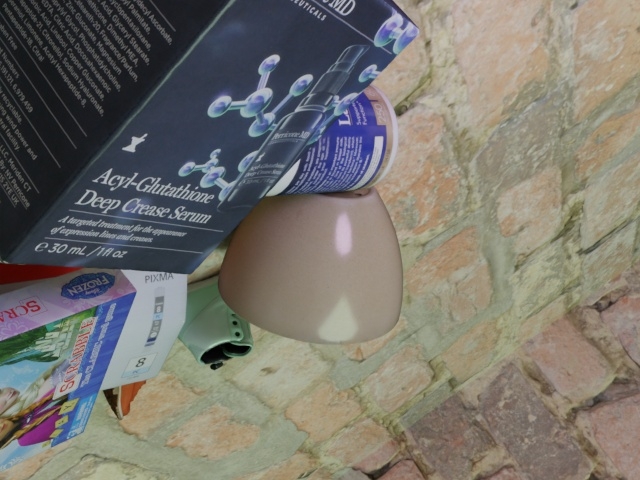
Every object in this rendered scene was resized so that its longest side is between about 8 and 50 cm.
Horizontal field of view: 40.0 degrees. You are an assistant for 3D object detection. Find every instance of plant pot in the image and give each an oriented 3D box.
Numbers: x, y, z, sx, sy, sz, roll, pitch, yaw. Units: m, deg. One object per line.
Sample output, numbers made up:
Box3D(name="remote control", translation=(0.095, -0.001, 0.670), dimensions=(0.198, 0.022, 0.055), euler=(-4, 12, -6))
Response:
Box3D(name="plant pot", translation=(0.000, 0.000, 1.309), dimensions=(0.284, 0.284, 0.191), euler=(-10, 122, -39))

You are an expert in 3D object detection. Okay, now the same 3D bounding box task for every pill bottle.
Box3D(name="pill bottle", translation=(-0.036, -0.135, 1.154), dimensions=(0.264, 0.153, 0.153), euler=(-8, 141, -42))

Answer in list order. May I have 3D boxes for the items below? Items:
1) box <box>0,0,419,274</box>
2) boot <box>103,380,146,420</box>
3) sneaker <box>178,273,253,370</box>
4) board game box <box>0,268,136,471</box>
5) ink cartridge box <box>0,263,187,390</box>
Box3D(name="box", translation=(-0.146, -0.172, 0.886), dimensions=(0.395, 0.212, 0.293), euler=(-46, 158, 17))
Box3D(name="boot", translation=(-0.329, 0.251, 1.515), dimensions=(0.084, 0.059, 0.158), euler=(-24, 148, -30))
Box3D(name="sneaker", translation=(-0.118, 0.116, 1.442), dimensions=(0.255, 0.151, 0.094), euler=(-24, 148, -23))
Box3D(name="board game box", translation=(-0.411, 0.192, 1.098), dimensions=(0.318, 0.066, 0.319), euler=(-21, 149, -44))
Box3D(name="ink cartridge box", translation=(-0.318, 0.081, 1.239), dimensions=(0.308, 0.091, 0.385), euler=(-7, 142, -41))
